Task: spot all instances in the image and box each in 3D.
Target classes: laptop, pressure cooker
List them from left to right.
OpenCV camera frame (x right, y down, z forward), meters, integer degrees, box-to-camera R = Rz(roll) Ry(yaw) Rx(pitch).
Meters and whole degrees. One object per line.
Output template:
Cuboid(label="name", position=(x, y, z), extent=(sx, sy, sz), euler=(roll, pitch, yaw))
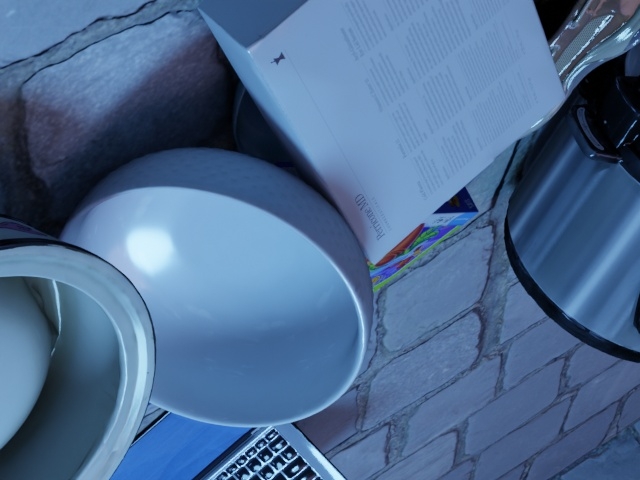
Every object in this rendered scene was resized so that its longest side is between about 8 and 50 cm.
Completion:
Cuboid(label="laptop", position=(-0.168, 0.442, 2.310), extent=(0.382, 0.408, 0.236), euler=(-41, -171, 9))
Cuboid(label="pressure cooker", position=(0.481, -0.085, 2.102), extent=(0.370, 0.375, 0.420), euler=(-48, 171, -50))

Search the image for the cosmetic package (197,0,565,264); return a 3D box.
Cuboid(label="cosmetic package", position=(0.076, -0.184, 1.551), extent=(0.284, 0.097, 0.377), euler=(-42, 143, -8))

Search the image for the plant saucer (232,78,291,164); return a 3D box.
Cuboid(label="plant saucer", position=(0.032, -0.201, 1.671), extent=(0.317, 0.044, 0.317), euler=(-30, 155, -15))

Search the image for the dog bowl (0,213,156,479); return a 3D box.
Cuboid(label="dog bowl", position=(-0.368, 0.144, 1.495), extent=(0.408, 0.150, 0.408), euler=(-25, 134, -29))

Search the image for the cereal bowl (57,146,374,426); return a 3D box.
Cuboid(label="cereal bowl", position=(-0.101, 0.034, 1.638), extent=(0.339, 0.339, 0.141), euler=(-61, -176, 42))

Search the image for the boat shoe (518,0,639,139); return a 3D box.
Cuboid(label="boat shoe", position=(0.262, -0.235, 1.862), extent=(0.116, 0.123, 0.324), euler=(28, 127, -27))

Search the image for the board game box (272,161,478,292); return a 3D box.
Cuboid(label="board game box", position=(0.000, 0.000, 1.881), extent=(0.233, 0.078, 0.347), euler=(-39, 158, 34))
